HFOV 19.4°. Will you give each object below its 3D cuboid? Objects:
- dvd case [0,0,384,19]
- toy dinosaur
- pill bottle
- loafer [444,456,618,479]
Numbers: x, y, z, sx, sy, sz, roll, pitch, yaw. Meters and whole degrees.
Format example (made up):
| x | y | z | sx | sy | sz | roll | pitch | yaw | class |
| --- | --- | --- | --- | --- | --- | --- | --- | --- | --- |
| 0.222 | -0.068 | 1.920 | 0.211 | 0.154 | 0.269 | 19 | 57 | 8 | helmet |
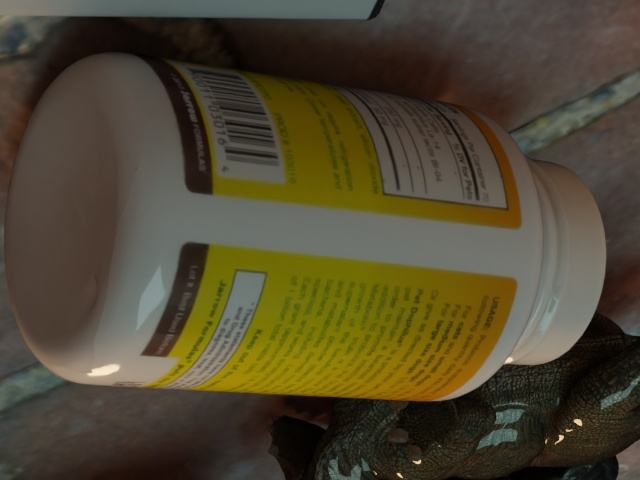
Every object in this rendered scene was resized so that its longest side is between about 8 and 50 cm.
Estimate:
| x | y | z | sx | sy | sz | roll | pitch | yaw | class |
| --- | --- | --- | --- | --- | --- | --- | --- | --- | --- |
| -0.069 | -0.137 | 0.560 | 0.253 | 0.022 | 0.180 | -2 | 142 | -24 | dvd case |
| 0.091 | 0.067 | 0.871 | 0.313 | 0.121 | 0.160 | -20 | 158 | -9 | toy dinosaur |
| 0.000 | 0.000 | 0.700 | 0.215 | 0.117 | 0.117 | 6 | 138 | -33 | pill bottle |
| 0.054 | 0.161 | 0.985 | 0.223 | 0.076 | 0.078 | -26 | 138 | 2 | loafer |
